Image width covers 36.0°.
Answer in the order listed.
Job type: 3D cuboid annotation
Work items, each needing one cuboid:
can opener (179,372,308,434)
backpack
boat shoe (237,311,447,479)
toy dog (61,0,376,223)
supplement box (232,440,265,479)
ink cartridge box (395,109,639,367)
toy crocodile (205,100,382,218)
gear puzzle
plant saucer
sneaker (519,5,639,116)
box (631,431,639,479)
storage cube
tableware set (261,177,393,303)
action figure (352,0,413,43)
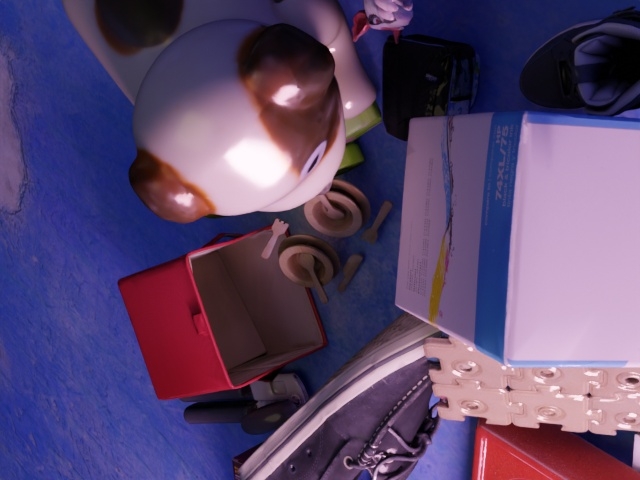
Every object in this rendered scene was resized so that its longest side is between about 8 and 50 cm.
[{"bbox_3d":[-0.132,0.251,1.504,0.283,0.095,0.076,-11,96,42],"label":"can opener"},{"bbox_3d":[0.123,-0.165,1.090,0.105,0.084,0.114,21,114,40],"label":"backpack"},{"bbox_3d":[0.075,0.215,1.214,0.156,0.187,0.500,47,129,7],"label":"boat shoe"},{"bbox_3d":[-0.104,-0.199,1.020,0.284,0.395,0.408,-35,50,11],"label":"toy dog"},{"bbox_3d":[-0.066,0.415,1.510,0.104,0.080,0.188,13,114,43],"label":"supplement box"},{"bbox_3d":[0.204,-0.010,0.880,0.270,0.198,0.197,-158,71,-75],"label":"ink cartridge box"},{"bbox_3d":[-0.048,-0.117,1.271,0.340,0.105,0.115,-22,89,47],"label":"toy crocodile"},{"bbox_3d":[0.275,0.136,0.978,0.338,0.044,0.175,2,143,17],"label":"gear puzzle"},{"bbox_3d":[0.260,0.336,1.137,0.258,0.047,0.259,28,124,47],"label":"plant saucer"},{"bbox_3d":[0.246,-0.159,0.911,0.226,0.163,0.086,-8,101,49],"label":"sneaker"},{"bbox_3d":[0.408,0.282,1.002,0.186,0.038,0.145,17,116,43],"label":"box"},{"bbox_3d":[-0.141,0.104,1.393,0.193,0.183,0.215,-17,92,48],"label":"storage cube"},{"bbox_3d":[0.000,0.000,1.258,0.128,0.039,0.194,24,135,-2],"label":"tableware set"},{"bbox_3d":[0.087,-0.357,0.936,0.276,0.248,0.370,45,130,26],"label":"action figure"}]
